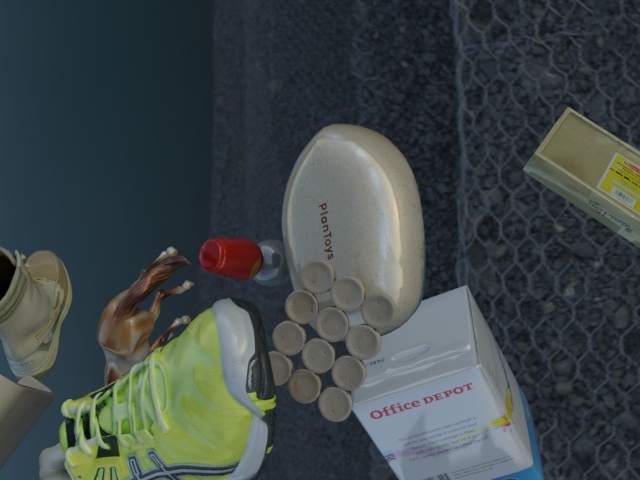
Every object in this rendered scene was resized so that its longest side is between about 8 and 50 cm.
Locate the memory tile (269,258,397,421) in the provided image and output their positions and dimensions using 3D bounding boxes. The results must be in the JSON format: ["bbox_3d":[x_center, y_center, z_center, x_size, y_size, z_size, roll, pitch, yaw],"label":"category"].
[{"bbox_3d":[0.006,0.103,0.831,0.113,0.012,0.148,27,101,15],"label":"memory tile"}]

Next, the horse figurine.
[{"bbox_3d":[-0.230,0.119,1.024,0.066,0.174,0.263,29,136,14],"label":"horse figurine"}]

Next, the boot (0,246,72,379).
[{"bbox_3d":[-0.402,0.058,1.075,0.165,0.077,0.213,80,-179,-47],"label":"boot"}]

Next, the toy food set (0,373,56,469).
[{"bbox_3d":[-0.406,0.229,0.860,0.092,0.219,0.306,35,164,-1],"label":"toy food set"}]

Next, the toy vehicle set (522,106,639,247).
[{"bbox_3d":[0.432,-0.074,1.132,0.267,0.166,0.035,36,134,10],"label":"toy vehicle set"}]

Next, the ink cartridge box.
[{"bbox_3d":[0.194,0.251,1.226,0.198,0.197,0.270,-22,118,18],"label":"ink cartridge box"}]

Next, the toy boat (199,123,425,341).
[{"bbox_3d":[0.000,0.000,1.006,0.318,0.148,0.267,-14,74,38],"label":"toy boat"}]

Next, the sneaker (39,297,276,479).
[{"bbox_3d":[-0.160,0.183,0.749,0.384,0.147,0.145,-52,42,43],"label":"sneaker"}]
